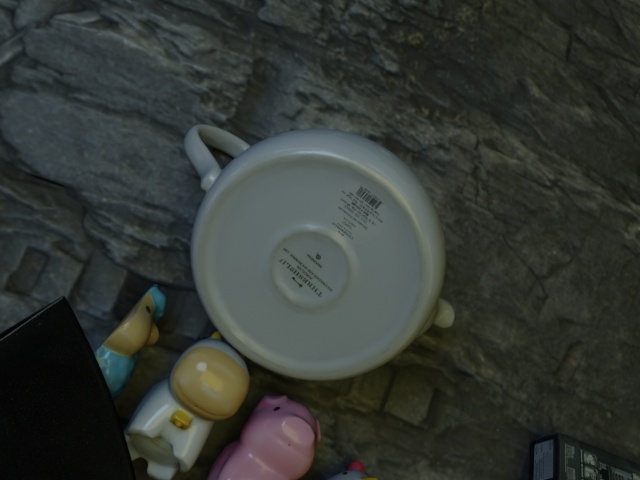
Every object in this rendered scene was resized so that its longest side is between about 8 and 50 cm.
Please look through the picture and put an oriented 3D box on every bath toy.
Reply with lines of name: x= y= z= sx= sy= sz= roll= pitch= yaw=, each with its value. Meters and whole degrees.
bath toy: x=-0.067 y=0.198 z=0.630 sx=0.348 sy=0.151 sz=0.129 roll=41 pitch=40 yaw=-9

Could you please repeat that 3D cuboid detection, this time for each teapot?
teapot: x=0.000 y=0.000 z=0.638 sx=0.253 sy=0.187 sz=0.256 roll=-6 pitch=104 yaw=10

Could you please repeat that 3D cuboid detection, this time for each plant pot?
plant pot: x=-0.266 y=0.183 z=0.509 sx=0.167 sy=0.187 sz=0.188 roll=57 pitch=34 yaw=-12

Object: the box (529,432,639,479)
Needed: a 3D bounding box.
box: x=0.323 y=0.359 z=0.714 sx=0.183 sy=0.059 sz=0.232 roll=23 pitch=55 yaw=-12
